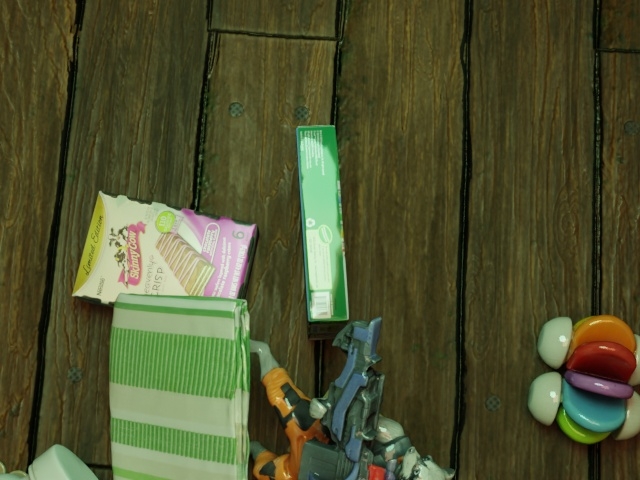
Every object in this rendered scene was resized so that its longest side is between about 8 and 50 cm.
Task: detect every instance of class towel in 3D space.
[{"bbox_3d":[-0.185,0.232,1.246,0.248,0.038,0.324,1,95,35],"label":"towel"}]

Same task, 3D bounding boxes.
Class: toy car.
[{"bbox_3d":[0.379,0.188,1.302,0.159,0.136,0.182,13,79,2],"label":"toy car"}]

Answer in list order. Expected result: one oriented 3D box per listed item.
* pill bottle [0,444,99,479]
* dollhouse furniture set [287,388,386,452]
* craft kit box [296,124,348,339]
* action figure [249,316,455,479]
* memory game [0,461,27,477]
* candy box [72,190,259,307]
[{"bbox_3d":[-0.426,0.423,1.211,0.334,0.188,0.188,-40,82,-8],"label":"pill bottle"},{"bbox_3d":[0.056,0.314,1.331,0.151,0.123,0.144,28,78,40],"label":"dollhouse furniture set"},{"bbox_3d":[0.000,0.000,1.280,0.061,0.246,0.249,-3,80,-4],"label":"craft kit box"},{"bbox_3d":[0.025,0.228,1.200,0.330,0.178,0.341,25,108,32],"label":"action figure"},{"bbox_3d":[-0.469,0.398,1.317,0.186,0.012,0.186,0,80,0],"label":"memory game"},{"bbox_3d":[-0.218,0.032,1.359,0.233,0.071,0.159,11,80,2],"label":"candy box"}]
